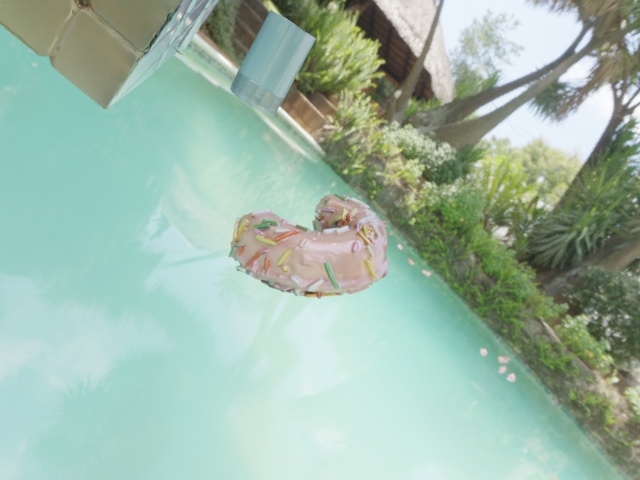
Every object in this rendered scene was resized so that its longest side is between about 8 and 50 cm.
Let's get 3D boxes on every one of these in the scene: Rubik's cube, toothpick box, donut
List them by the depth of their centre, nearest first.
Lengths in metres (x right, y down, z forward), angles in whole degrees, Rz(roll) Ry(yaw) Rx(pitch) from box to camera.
[{"bbox_3d":[-0.047,-0.171,0.467,0.052,0.083,0.052,30,18,-11],"label":"toothpick box"},{"bbox_3d":[-0.218,-0.321,0.509,0.224,0.221,0.231,40,32,-20],"label":"Rubik's cube"},{"bbox_3d":[0.000,0.000,0.679,0.199,0.085,0.232,29,33,36],"label":"donut"}]
